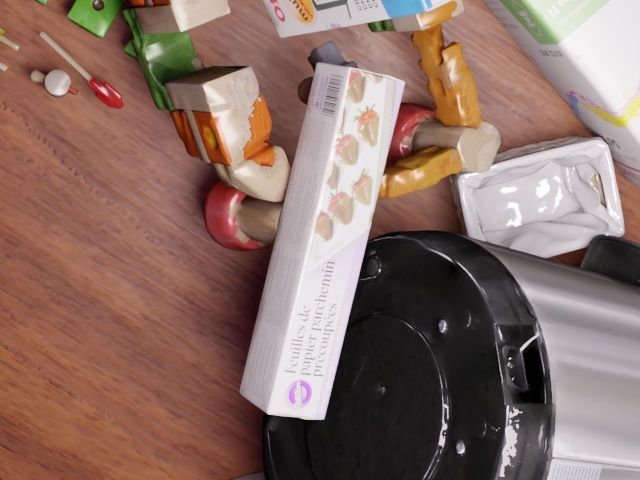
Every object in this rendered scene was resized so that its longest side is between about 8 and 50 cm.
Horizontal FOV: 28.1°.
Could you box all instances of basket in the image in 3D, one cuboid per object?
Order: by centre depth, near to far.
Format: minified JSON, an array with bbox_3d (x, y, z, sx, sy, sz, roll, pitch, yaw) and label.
[{"bbox_3d":[0.231,-0.044,1.399,0.167,0.103,0.113,-14,101,-1],"label":"basket"}]

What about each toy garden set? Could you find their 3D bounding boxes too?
[{"bbox_3d":[-0.275,-0.243,1.346,0.244,0.049,0.203,30,86,-11],"label":"toy garden set"}]

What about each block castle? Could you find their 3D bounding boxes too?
[{"bbox_3d":[-0.034,-0.230,1.281,0.303,0.213,0.453,-25,107,-22],"label":"block castle"}]

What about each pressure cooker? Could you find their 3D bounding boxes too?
[{"bbox_3d":[0.198,0.201,1.277,0.421,0.375,0.370,13,139,-38],"label":"pressure cooker"}]

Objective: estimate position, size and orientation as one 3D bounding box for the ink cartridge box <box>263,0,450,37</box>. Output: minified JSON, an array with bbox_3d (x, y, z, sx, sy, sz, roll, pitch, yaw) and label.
[{"bbox_3d":[0.048,-0.285,1.061,0.168,0.233,0.171,-33,109,-25],"label":"ink cartridge box"}]

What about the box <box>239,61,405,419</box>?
[{"bbox_3d":[0.000,0.000,1.173,0.063,0.067,0.323,10,96,-30],"label":"box"}]

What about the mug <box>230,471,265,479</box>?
[{"bbox_3d":[-0.008,0.461,1.351,0.276,0.328,0.374,-43,100,4],"label":"mug"}]

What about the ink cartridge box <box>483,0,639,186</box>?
[{"bbox_3d":[0.332,-0.160,1.334,0.119,0.207,0.353,-41,100,4],"label":"ink cartridge box"}]
